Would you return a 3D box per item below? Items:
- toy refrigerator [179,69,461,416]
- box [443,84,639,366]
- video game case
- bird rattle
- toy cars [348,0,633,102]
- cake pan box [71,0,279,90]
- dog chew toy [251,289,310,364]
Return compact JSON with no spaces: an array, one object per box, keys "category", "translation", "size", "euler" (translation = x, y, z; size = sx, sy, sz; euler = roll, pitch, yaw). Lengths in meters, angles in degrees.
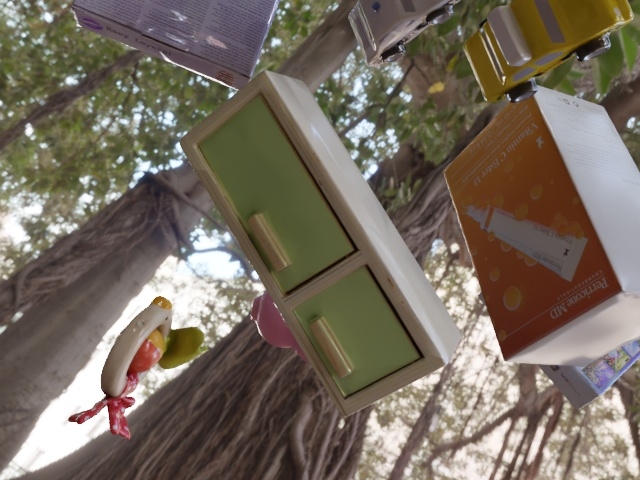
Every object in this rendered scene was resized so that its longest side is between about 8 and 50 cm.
[{"category":"toy refrigerator","translation":[0.000,0.000,0.523],"size":[0.102,0.094,0.269],"euler":[-33,-94,21]},{"category":"box","translation":[0.344,-0.019,0.899],"size":[0.168,0.345,0.215],"euler":[8,-37,-27]},{"category":"video game case","translation":[0.445,0.138,1.099],"size":[0.244,0.269,0.061],"euler":[51,-45,22]},{"category":"bird rattle","translation":[-0.317,0.197,1.033],"size":[0.143,0.253,0.207],"euler":[33,-42,15]},{"category":"toy cars","translation":[0.157,-0.264,0.735],"size":[0.394,0.087,0.176],"euler":[32,-54,42]},{"category":"cake pan box","translation":[-0.187,-0.373,0.873],"size":[0.267,0.245,0.070],"euler":[18,-13,-14]},{"category":"dog chew toy","translation":[0.034,0.159,1.177],"size":[0.332,0.206,0.206],"euler":[10,-36,1]}]
